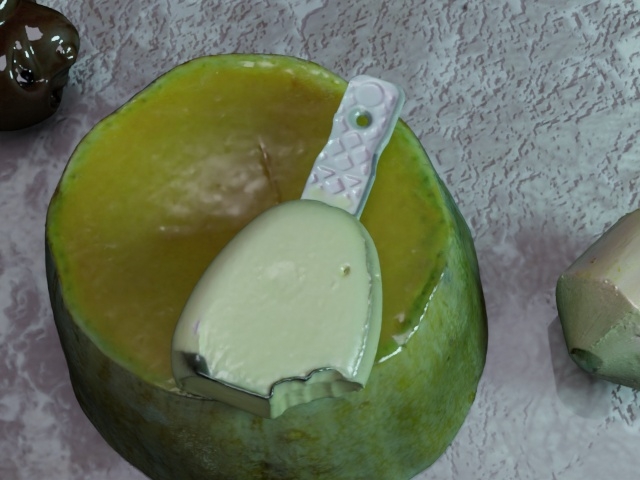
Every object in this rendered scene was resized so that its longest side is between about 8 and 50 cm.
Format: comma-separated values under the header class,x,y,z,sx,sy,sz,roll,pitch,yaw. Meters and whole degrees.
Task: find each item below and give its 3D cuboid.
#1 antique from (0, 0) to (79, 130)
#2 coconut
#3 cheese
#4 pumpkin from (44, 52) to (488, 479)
class,x,y,z,sx,sy,sz,roll,pitch,yaw
antique,-0.309,-0.133,1.492,0.256,0.121,0.143,-7,78,1
coconut,0.229,0.049,1.402,0.122,0.116,0.116,-41,74,-17
cheese,0.000,0.000,1.274,0.127,0.050,0.255,20,67,9
pumpkin,-0.036,0.026,1.384,0.332,0.199,0.332,0,73,0
